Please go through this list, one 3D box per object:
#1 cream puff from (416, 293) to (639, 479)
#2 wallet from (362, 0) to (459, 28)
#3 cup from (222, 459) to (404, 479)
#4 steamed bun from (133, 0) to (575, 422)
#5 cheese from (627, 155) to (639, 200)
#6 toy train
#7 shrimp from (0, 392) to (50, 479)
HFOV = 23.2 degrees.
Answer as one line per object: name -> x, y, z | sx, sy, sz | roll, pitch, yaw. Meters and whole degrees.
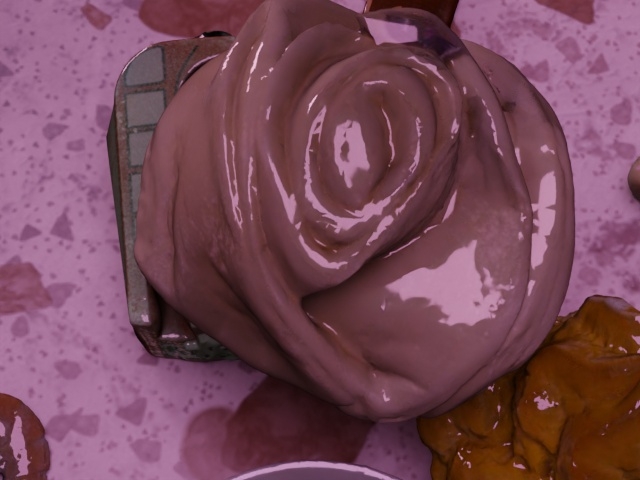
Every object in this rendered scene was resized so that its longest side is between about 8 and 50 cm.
cream puff -> 0.251, 0.176, 1.334 | 0.324, 0.257, 0.291 | 29, 66, 7
wallet -> 0.087, -0.219, 1.592 | 0.095, 0.026, 0.176 | 18, 69, -4
cup -> -0.009, 0.368, 1.285 | 0.347, 0.163, 0.347 | 2, 69, -5
steamed bun -> 0.037, -0.050, 1.269 | 0.367, 0.255, 0.342 | 21, 61, 3
cheese -> 0.377, -0.030, 1.508 | 0.171, 0.092, 0.048 | 33, 85, 16
toy train -> -0.115, -0.042, 1.457 | 0.159, 0.129, 0.326 | -6, 70, 0
shrimp -> -0.332, 0.232, 1.379 | 0.126, 0.047, 0.223 | 42, 70, 1
